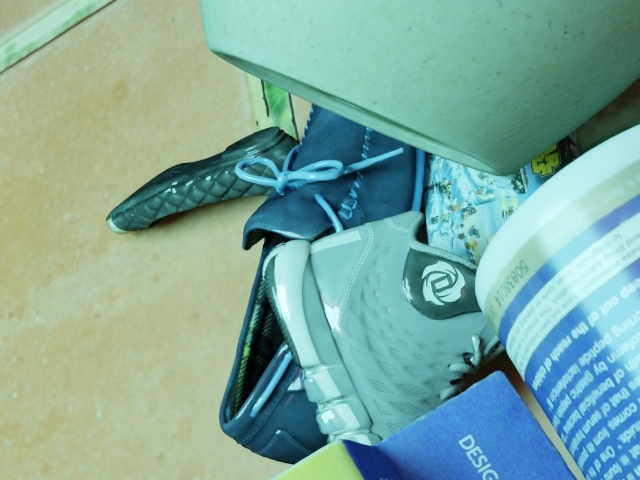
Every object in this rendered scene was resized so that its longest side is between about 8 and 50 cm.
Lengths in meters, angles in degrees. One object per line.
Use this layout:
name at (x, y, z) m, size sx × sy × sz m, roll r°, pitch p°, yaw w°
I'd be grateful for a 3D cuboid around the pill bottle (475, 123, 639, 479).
pill bottle at (0.191, 0.086, 0.516) m, size 0.153 × 0.153 × 0.264 m, roll -38°, pitch 63°, yaw 18°

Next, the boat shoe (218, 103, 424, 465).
boat shoe at (0.000, 0.000, 0.721) m, size 0.109 × 0.089 × 0.258 m, roll -22°, pitch 56°, yaw 54°

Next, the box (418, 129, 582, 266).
box at (0.107, -0.019, 0.708) m, size 0.094 × 0.027 × 0.137 m, roll -19°, pitch 63°, yaw 30°

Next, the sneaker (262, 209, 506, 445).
sneaker at (0.067, 0.090, 0.641) m, size 0.132 × 0.086 × 0.228 m, roll -22°, pitch 91°, yaw -1°

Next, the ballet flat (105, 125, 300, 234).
ballet flat at (-0.082, -0.030, 0.836) m, size 0.173 × 0.049 × 0.057 m, roll -18°, pitch 22°, yaw 35°

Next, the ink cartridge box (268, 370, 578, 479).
ink cartridge box at (0.028, 0.242, 0.474) m, size 0.307 × 0.072 × 0.303 m, roll -31°, pitch 70°, yaw -7°

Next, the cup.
cup at (0.063, -0.172, 0.618) m, size 0.331 × 0.331 × 0.236 m, roll 27°, pitch 94°, yaw 39°
